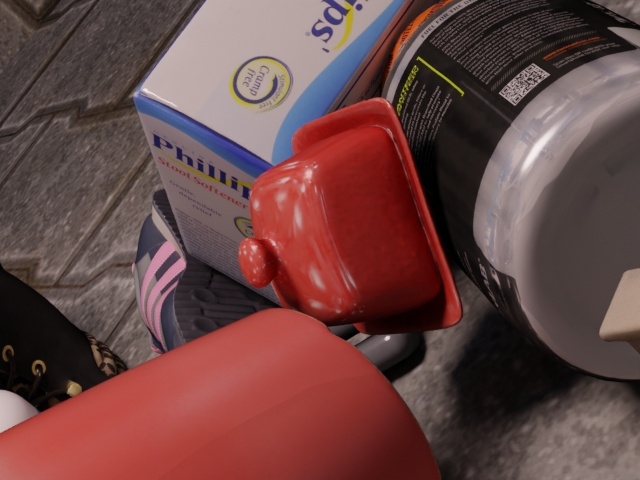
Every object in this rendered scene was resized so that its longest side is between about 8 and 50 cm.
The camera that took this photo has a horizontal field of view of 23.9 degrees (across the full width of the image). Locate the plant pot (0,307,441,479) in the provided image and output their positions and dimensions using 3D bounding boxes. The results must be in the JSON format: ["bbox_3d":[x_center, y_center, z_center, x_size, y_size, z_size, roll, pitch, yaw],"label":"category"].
[{"bbox_3d":[-0.070,0.187,0.971,0.243,0.275,0.275,-35,17,-29],"label":"plant pot"}]

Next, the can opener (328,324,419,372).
[{"bbox_3d":[-0.050,0.130,1.227,0.280,0.074,0.093,-31,-3,18],"label":"can opener"}]

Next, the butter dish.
[{"bbox_3d":[0.000,0.000,1.015,0.118,0.160,0.160,-19,3,-27],"label":"butter dish"}]

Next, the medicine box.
[{"bbox_3d":[-0.005,-0.117,1.287,0.263,0.149,0.289,-56,-19,-20],"label":"medicine box"}]

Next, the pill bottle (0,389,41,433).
[{"bbox_3d":[-0.235,0.217,1.184,0.146,0.264,0.146,-37,27,22],"label":"pill bottle"}]

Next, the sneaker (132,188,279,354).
[{"bbox_3d":[-0.115,0.079,1.435,0.319,0.112,0.131,-109,37,-58],"label":"sneaker"}]

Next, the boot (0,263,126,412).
[{"bbox_3d":[-0.321,0.125,1.434,0.138,0.284,0.377,-40,24,12],"label":"boot"}]

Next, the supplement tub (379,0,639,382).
[{"bbox_3d":[0.163,-0.060,1.040,0.207,0.207,0.338,-44,25,5],"label":"supplement tub"}]

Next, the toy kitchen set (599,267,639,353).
[{"bbox_3d":[0.272,0.010,0.809,0.122,0.166,0.207,-11,43,52],"label":"toy kitchen set"}]
